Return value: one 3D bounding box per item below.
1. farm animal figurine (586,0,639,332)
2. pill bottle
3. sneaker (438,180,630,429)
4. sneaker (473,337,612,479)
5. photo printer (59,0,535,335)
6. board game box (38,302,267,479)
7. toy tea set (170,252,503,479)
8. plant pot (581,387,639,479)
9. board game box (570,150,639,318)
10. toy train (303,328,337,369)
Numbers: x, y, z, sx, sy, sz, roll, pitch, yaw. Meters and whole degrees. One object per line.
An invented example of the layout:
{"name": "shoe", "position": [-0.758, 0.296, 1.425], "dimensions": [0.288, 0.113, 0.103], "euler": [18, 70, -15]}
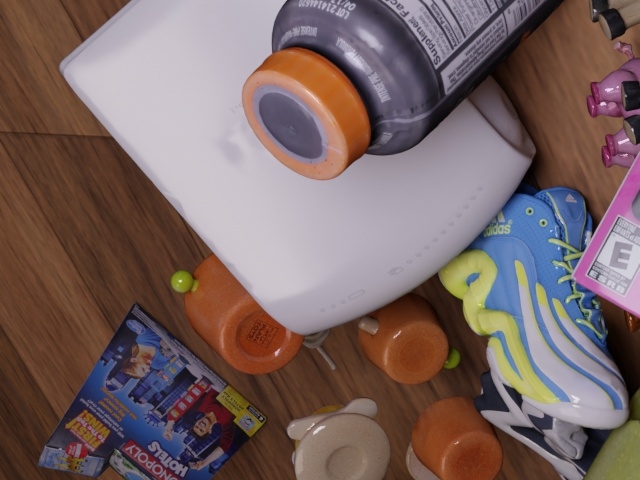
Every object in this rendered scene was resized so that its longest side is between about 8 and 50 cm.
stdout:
{"name": "farm animal figurine", "position": [0.296, 0.001, 1.275], "dimensions": [0.327, 0.172, 0.330], "euler": [-105, 1, -49]}
{"name": "pill bottle", "position": [0.055, -0.144, 1.330], "dimensions": [0.130, 0.245, 0.130], "euler": [31, 147, 23]}
{"name": "sneaker", "position": [0.169, 0.034, 1.496], "dimensions": [0.240, 0.091, 0.126], "euler": [50, 127, 46]}
{"name": "sneaker", "position": [0.207, 0.152, 1.668], "dimensions": [0.153, 0.094, 0.235], "euler": [43, 178, 46]}
{"name": "photo printer", "position": [-0.010, -0.094, 1.502], "dimensions": [0.256, 0.107, 0.307], "euler": [-38, 97, 20]}
{"name": "board game box", "position": [-0.193, 0.198, 2.097], "dimensions": [0.194, 0.194, 0.060], "euler": [41, 149, 9]}
{"name": "toy tea set", "position": [0.022, 0.100, 1.708], "dimensions": [0.336, 0.200, 0.124], "euler": [61, 176, -27]}
{"name": "plant pot", "position": [0.278, 0.254, 1.509], "dimensions": [0.276, 0.276, 0.254], "euler": [31, 118, 23]}
{"name": "board game box", "position": [0.309, -0.056, 1.086], "dimensions": [0.224, 0.303, 0.097], "euler": [30, -175, 23]}
{"name": "toy train", "position": [0.000, 0.000, 1.732], "dimensions": [0.143, 0.105, 0.248], "euler": [-17, 114, 42]}
